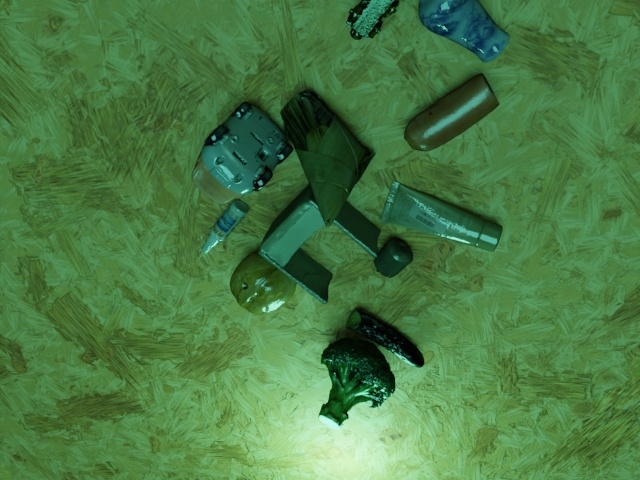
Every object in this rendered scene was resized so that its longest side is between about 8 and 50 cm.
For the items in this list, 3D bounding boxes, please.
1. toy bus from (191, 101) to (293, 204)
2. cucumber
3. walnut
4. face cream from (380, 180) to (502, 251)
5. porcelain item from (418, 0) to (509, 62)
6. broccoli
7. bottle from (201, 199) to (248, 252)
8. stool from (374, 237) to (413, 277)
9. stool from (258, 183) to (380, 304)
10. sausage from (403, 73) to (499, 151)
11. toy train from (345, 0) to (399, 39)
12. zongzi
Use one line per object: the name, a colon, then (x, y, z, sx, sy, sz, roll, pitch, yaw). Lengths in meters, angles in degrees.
toy bus: (-0.230, -0.223, 1.623, 0.194, 0.287, 0.232, 42, 133, -12)
cucumber: (0.226, 0.329, 1.951, 0.303, 0.081, 0.072, 30, 163, -12)
walnut: (-0.181, 0.134, 1.850, 0.195, 0.195, 0.222, 42, 118, -14)
face cream: (0.354, -0.060, 1.719, 0.341, 0.084, 0.137, 19, 118, 8)
porcelain item: (0.337, -0.543, 1.421, 0.259, 0.141, 0.141, 31, 119, -19)
broccoli: (0.105, 0.461, 1.914, 0.298, 0.297, 0.297, 25, 153, 14)
bottle: (-0.307, -0.037, 1.849, 0.060, 0.060, 0.217, 37, 118, -11)
stool: (0.221, 0.055, 1.791, 0.096, 0.096, 0.110, 34, 124, -9)
stool: (0.000, 0.000, 1.753, 0.270, 0.170, 0.243, 40, 118, -13)
sausage: (0.340, -0.325, 1.552, 0.259, 0.113, 0.113, -33, 108, 23)
toy train: (0.148, -0.593, 1.423, 0.090, 0.137, 0.225, 33, 123, -16)
zongzi: (-0.015, -0.222, 1.551, 0.289, 0.317, 0.154, 44, 128, -15)
